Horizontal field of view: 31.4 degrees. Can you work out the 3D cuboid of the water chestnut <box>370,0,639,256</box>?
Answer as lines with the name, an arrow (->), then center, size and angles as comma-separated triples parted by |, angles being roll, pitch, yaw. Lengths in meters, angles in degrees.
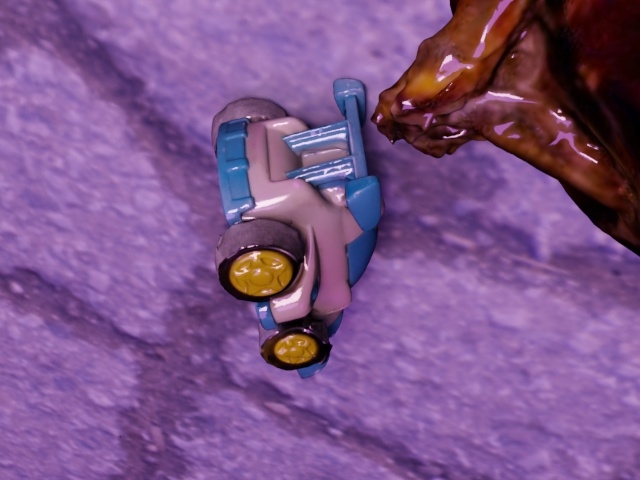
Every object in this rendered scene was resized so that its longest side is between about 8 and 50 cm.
water chestnut -> 0.136, -0.082, 0.444 | 0.238, 0.223, 0.223 | -31, 122, -2

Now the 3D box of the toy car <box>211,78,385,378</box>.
toy car -> 0.000, 0.000, 0.648 | 0.098, 0.126, 0.161 | -14, 132, 10
